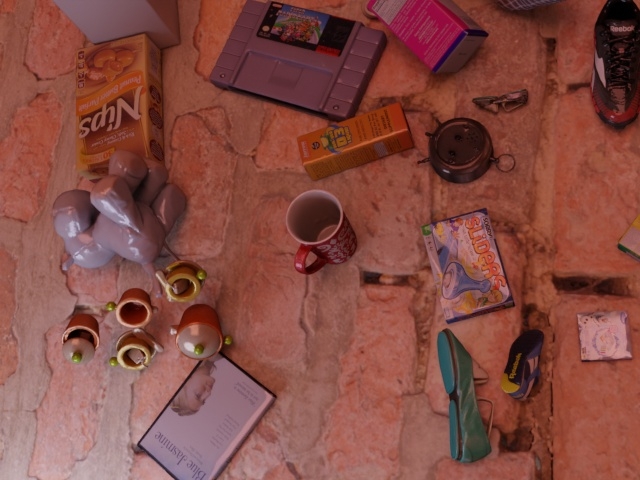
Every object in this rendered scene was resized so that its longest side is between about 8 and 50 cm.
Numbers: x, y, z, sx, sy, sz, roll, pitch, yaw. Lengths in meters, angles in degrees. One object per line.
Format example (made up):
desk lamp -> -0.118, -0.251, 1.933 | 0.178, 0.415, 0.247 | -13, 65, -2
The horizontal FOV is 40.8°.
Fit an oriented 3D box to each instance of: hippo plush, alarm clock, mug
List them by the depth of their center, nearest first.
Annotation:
mug -> -0.004, -0.008, 1.708 | 0.150, 0.169, 0.113 | -41, 66, 0
alarm clock -> 0.302, -0.180, 1.741 | 0.192, 0.064, 0.129 | 19, 78, 18
hippo plush -> -0.437, -0.038, 1.858 | 0.237, 0.234, 0.294 | -14, 110, 30

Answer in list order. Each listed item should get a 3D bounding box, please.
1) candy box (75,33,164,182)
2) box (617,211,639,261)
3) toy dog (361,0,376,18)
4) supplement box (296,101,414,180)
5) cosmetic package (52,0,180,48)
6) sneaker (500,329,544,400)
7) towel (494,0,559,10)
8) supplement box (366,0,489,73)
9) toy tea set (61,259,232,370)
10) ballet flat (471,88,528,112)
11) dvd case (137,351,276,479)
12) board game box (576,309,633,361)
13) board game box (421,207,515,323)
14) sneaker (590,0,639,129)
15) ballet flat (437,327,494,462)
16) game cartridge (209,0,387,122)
candy box -> -0.464, -0.304, 1.986 | 0.183, 0.087, 0.316 | -10, 70, 14
box -> 0.647, -0.034, 1.598 | 0.105, 0.043, 0.179 | 37, 87, 24
toy dog -> 0.191, -0.658, 1.882 | 0.334, 0.161, 0.220 | -24, 66, 7
supplement box -> 0.072, -0.207, 1.806 | 0.233, 0.080, 0.078 | -19, 65, 11
cosmetic package -> -0.477, -0.570, 1.934 | 0.197, 0.365, 0.155 | -11, 71, 10
sneaker -> 0.377, 0.230, 1.583 | 0.053, 0.059, 0.144 | -1, 50, 48
towel -> 0.373, -0.585, 1.703 | 0.284, 0.235, 0.121 | 43, 86, -17
supplement box -> 0.222, -0.461, 1.797 | 0.220, 0.111, 0.114 | 50, 122, 16
toy tea set -> -0.349, 0.188, 1.717 | 0.336, 0.200, 0.124 | -25, 29, 7
ballet flat -> 0.370, -0.283, 1.769 | 0.114, 0.041, 0.041 | -8, 69, 15
dvd case -> -0.230, 0.362, 1.725 | 0.180, 0.022, 0.253 | 34, 84, 23
board game box -> 0.519, 0.175, 1.574 | 0.090, 0.020, 0.090 | -5, 70, 15
board game box -> 0.286, 0.049, 1.677 | 0.136, 0.035, 0.201 | -17, 68, 10
sneaker -> 0.581, -0.359, 1.681 | 0.098, 0.135, 0.276 | 2, 73, 15
ballet flat -> 0.272, 0.283, 1.586 | 0.087, 0.083, 0.247 | -1, 69, -10
game cartridge -> -0.052, -0.409, 1.925 | 0.355, 0.068, 0.230 | 19, 82, 21
